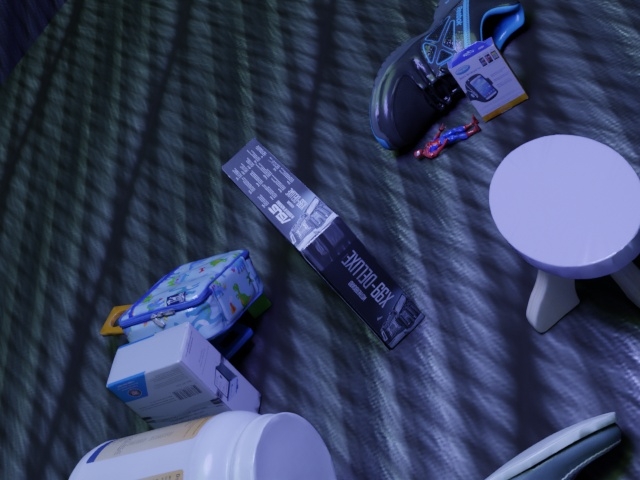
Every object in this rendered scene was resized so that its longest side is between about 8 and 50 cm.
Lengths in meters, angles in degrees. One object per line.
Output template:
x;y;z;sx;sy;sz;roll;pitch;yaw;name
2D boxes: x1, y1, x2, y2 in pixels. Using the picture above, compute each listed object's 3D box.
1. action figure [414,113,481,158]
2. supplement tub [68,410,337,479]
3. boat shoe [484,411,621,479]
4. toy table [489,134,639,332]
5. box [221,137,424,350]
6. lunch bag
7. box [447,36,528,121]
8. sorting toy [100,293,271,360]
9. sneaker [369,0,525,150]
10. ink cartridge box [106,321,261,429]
0.203;-0.165;1.919;0.115;0.030;0.038;-31;42;18;action figure
-0.156;0.350;1.554;0.316;0.228;0.228;-18;43;30;supplement tub
0.227;0.315;1.378;0.319;0.116;0.099;-34;80;0;boat shoe
0.341;-0.006;1.517;0.252;0.161;0.274;-34;36;12;toy table
0.000;0.000;1.756;0.076;0.242;0.307;-43;37;-1;box
-0.202;0.097;1.841;0.176;0.090;0.219;-18;15;27;lunch bag
0.260;-0.258;1.866;0.081;0.136;0.028;-28;33;18;box
-0.224;0.139;1.986;0.348;0.047;0.196;3;48;41;sorting toy
0.206;-0.291;1.963;0.140;0.125;0.341;19;69;45;sneaker
-0.199;0.223;1.754;0.140;0.190;0.082;-21;40;26;ink cartridge box
